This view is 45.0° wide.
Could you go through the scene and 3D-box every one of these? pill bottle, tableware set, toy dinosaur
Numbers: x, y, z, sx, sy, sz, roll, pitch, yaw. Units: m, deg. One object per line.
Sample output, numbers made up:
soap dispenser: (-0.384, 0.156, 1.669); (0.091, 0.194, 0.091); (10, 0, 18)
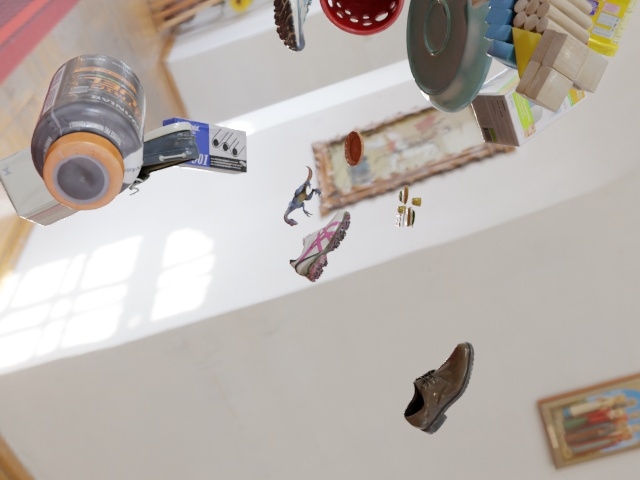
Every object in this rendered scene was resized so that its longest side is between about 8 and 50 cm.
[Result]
pill bottle: (-0.285, -0.132, 0.960); (0.246, 0.130, 0.130); (-108, 176, -56)
tableware set: (0.213, -0.082, 1.863); (0.154, 0.024, 0.104); (-179, -86, -82)
toy dinosaur: (-0.034, -0.065, 1.304); (0.047, 0.082, 0.090); (31, 43, -24)

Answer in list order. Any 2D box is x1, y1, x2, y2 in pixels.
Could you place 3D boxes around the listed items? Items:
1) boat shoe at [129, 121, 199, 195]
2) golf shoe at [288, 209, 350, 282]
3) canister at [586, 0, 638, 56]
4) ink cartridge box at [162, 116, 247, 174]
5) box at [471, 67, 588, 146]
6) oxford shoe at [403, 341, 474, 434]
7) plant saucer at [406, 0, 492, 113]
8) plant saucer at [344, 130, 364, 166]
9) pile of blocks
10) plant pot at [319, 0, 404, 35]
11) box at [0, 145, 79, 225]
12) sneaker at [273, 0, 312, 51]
boat shoe: (-0.339, -0.137, 1.419); (0.095, 0.254, 0.079); (11, 59, -80)
golf shoe: (0.000, 0.000, 1.784); (0.086, 0.186, 0.067); (31, -10, 17)
canister: (0.629, -0.510, 1.711); (0.073, 0.126, 0.170); (-67, 175, -60)
ink cartridge box: (-0.246, -0.201, 1.669); (0.207, 0.046, 0.097); (4, 84, -50)
box: (0.408, -0.283, 1.512); (0.103, 0.203, 0.114); (20, -41, 57)
oxford shoe: (0.260, 0.316, 1.699); (0.096, 0.227, 0.083); (28, 5, -19)
plant saucer: (0.231, -0.398, 1.444); (0.317, 0.043, 0.318); (177, -90, -72)
plant saucer: (0.081, -0.216, 1.817); (0.083, 0.013, 0.084); (7, -82, 63)
pile of blocks: (0.290, -0.309, 1.011); (0.112, 0.149, 0.362); (20, 63, -33)
plant pot: (0.102, -0.581, 1.723); (0.174, 0.191, 0.191); (-74, 150, -46)
box: (-0.594, -0.125, 1.698); (0.127, 0.148, 0.232); (64, -7, 1)
sneaker: (-0.052, -0.628, 1.977); (0.110, 0.122, 0.283); (4, -78, 65)
